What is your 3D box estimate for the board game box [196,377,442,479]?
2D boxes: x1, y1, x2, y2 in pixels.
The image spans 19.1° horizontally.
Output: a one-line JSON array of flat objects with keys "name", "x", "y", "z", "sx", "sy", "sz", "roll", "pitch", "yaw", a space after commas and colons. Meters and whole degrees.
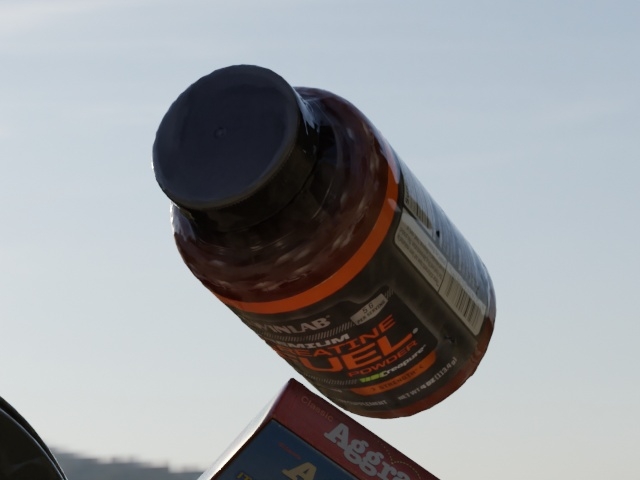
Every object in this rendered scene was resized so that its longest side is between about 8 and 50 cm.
[{"name": "board game box", "x": 0.066, "y": 0.178, "z": 0.797, "sx": 0.281, "sy": 0.027, "sz": 0.145, "roll": 36, "pitch": -44, "yaw": -5}]

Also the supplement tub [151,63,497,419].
[{"name": "supplement tub", "x": 0.000, "y": 0.000, "z": 0.864, "sx": 0.106, "sy": 0.106, "sz": 0.198, "roll": -9, "pitch": -31, "yaw": 24}]

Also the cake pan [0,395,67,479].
[{"name": "cake pan", "x": -0.246, "y": 0.195, "z": 1.025, "sx": 0.293, "sy": 0.293, "sz": 0.054, "roll": 5, "pitch": -13, "yaw": -31}]
